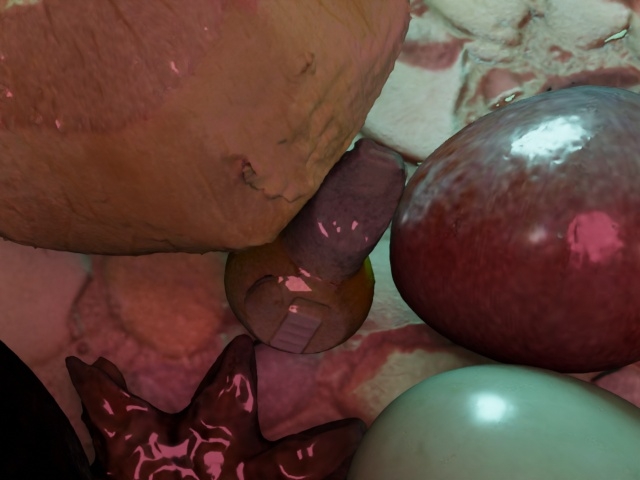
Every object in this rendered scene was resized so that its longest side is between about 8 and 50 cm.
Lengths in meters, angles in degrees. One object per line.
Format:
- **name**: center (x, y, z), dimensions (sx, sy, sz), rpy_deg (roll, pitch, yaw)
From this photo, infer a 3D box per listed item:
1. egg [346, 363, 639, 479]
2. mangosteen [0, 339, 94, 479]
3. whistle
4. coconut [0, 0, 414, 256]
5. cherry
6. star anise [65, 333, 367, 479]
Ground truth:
- **egg**: center (0.179, 0.257, 1.153), dimensions (0.389, 0.276, 0.276), rpy_deg (45, 81, -11)
- **mangosteen**: center (-0.305, 0.202, 1.001), dimensions (0.382, 0.435, 0.382), rpy_deg (-3, 95, -34)
- **whistle**: center (0.000, 0.000, 1.230), dimensions (0.123, 0.223, 0.123), rpy_deg (17, 42, -16)
- **coconut**: center (-0.128, -0.163, 1.158), dimensions (0.404, 0.404, 0.405), rpy_deg (1, 82, -5)
- **cherry**: center (0.191, -0.010, 1.216), dimensions (0.285, 0.236, 0.213), rpy_deg (2, 97, 21)
- **star anise**: center (-0.096, 0.227, 1.221), dimensions (0.315, 0.108, 0.315), rpy_deg (1, 75, -5)
